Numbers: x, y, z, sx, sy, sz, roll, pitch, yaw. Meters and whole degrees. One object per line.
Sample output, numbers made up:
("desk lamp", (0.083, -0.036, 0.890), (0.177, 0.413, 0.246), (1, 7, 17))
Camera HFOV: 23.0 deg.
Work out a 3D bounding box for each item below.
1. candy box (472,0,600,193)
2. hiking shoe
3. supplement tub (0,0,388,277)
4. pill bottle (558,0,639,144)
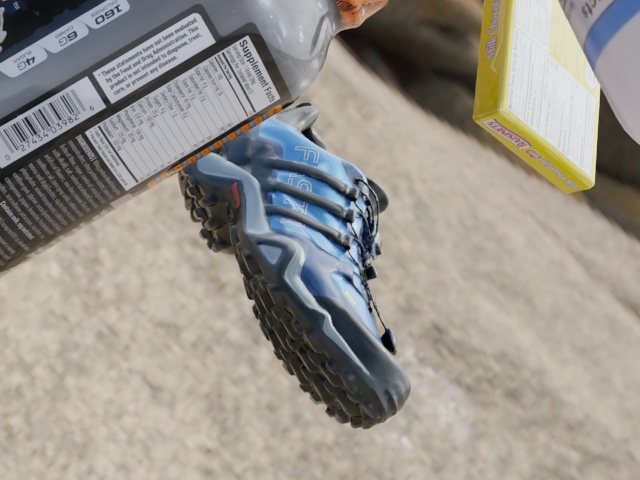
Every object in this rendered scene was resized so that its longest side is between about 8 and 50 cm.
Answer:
("candy box", (0.144, -0.142, 1.010), (0.105, 0.027, 0.206), (32, 55, -37))
("hiking shoe", (0.000, 0.000, 1.142), (0.304, 0.132, 0.113), (56, -15, 37))
("supplement tub", (-0.134, -0.117, 0.877), (0.193, 0.316, 0.193), (59, -2, 4))
("pill bottle", (0.120, -0.099, 0.437), (0.124, 0.124, 0.221), (2, 62, -61))
